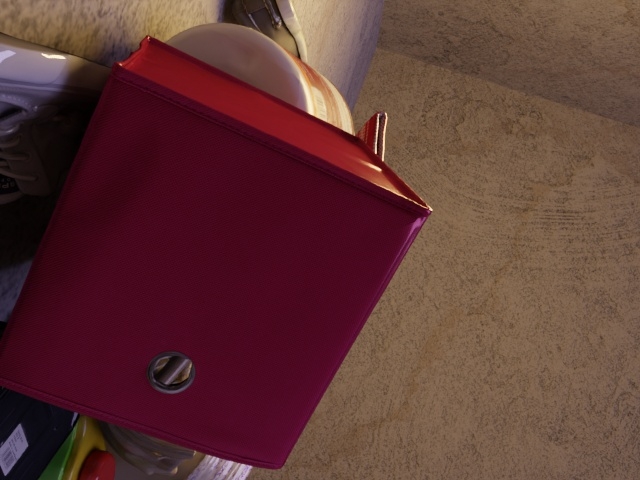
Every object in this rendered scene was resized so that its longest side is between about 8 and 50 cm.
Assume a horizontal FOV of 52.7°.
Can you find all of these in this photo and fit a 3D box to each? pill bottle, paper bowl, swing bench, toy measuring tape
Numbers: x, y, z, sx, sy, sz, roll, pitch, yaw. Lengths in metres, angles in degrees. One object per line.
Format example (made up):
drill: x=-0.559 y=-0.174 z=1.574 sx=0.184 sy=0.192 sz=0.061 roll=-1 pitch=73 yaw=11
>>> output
pill bottle: x=-0.076 y=-0.152 z=0.911 sx=0.392 sy=0.224 sz=0.224 roll=-21 pitch=130 yaw=-76
paper bowl: x=-0.238 y=0.313 z=1.043 sx=0.284 sy=0.148 sz=0.284 roll=-32 pitch=-152 yaw=20
swing bench: x=-0.208 y=0.155 z=0.841 sx=0.253 sy=0.165 sz=0.254 roll=126 pitch=-13 yaw=-60
toy measuring tape: x=-0.305 y=0.234 z=0.727 sx=0.121 sy=0.121 sz=0.330 roll=-67 pitch=165 yaw=-46

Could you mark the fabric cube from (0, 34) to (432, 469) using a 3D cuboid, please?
fabric cube: x=-0.098 y=-0.002 z=0.587 sx=0.258 sy=0.254 sz=0.259 roll=-61 pitch=-162 yaw=15

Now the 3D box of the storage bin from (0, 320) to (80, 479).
storage bin: x=-0.297 y=0.168 z=0.558 sx=0.180 sy=0.084 sz=0.122 roll=-67 pitch=164 yaw=-52

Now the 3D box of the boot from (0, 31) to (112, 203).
boot: x=-0.221 y=-0.082 z=0.464 sx=0.258 sy=0.095 sz=0.123 roll=-77 pitch=-175 yaw=-81

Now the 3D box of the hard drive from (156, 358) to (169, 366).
hard drive: x=-0.256 y=0.123 z=1.135 sx=0.255 sy=0.054 sz=0.172 roll=-8 pitch=117 yaw=-86

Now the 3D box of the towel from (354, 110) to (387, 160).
towel: x=0.000 y=0.000 z=0.765 sx=0.275 sy=0.031 sz=0.198 roll=-48 pitch=-153 yaw=48

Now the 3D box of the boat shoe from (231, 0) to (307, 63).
boat shoe: x=-0.080 y=-0.359 z=1.095 sx=0.305 sy=0.091 sz=0.109 roll=-28 pitch=99 yaw=-86
